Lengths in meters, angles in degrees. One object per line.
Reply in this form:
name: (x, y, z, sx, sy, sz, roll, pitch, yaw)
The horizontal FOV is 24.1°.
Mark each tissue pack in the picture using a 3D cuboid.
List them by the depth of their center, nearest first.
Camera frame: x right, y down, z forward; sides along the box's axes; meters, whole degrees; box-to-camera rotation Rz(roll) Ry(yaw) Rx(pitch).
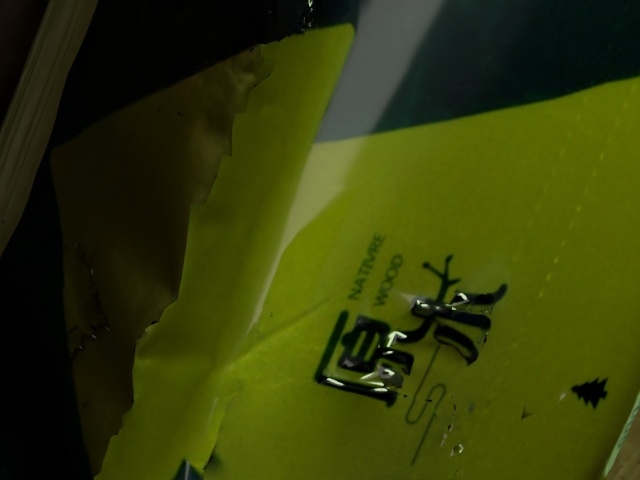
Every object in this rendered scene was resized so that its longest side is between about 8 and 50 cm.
tissue pack: (0.000, 0.000, 0.662, 0.264, 0.253, 0.417, 16, 103, -36)
